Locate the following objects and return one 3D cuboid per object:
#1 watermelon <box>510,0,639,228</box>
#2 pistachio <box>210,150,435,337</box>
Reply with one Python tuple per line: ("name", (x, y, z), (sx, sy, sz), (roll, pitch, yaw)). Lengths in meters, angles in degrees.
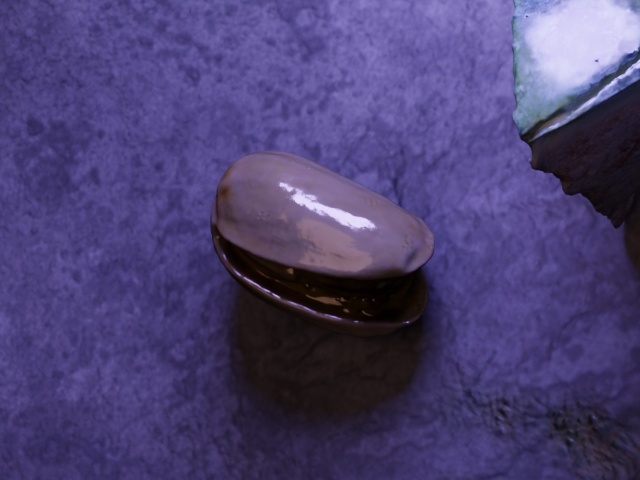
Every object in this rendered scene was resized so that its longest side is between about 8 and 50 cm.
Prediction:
("watermelon", (0.231, -0.141, 1.355), (0.193, 0.310, 0.232), (-37, 108, 19))
("pistachio", (0.000, 0.000, 1.497), (0.206, 0.131, 0.130), (23, 140, 22))
